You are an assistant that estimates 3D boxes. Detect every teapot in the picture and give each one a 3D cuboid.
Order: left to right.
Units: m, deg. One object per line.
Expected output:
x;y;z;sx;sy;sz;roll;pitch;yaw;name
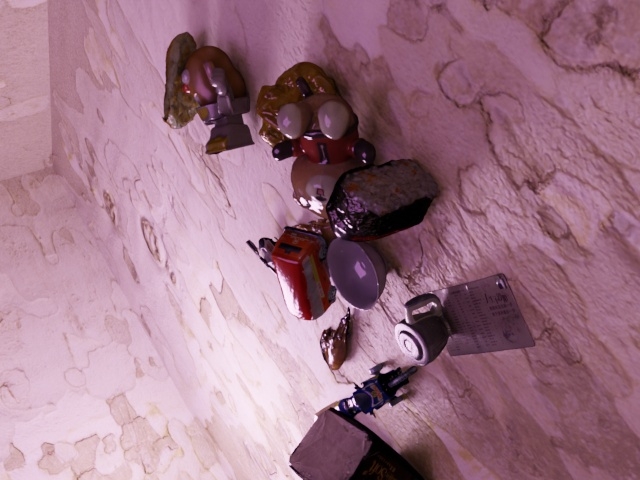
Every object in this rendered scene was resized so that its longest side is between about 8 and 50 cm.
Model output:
0.226;0.191;1.474;0.149;0.108;0.111;62;153;-1;teapot

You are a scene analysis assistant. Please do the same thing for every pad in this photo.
0.325;0.165;1.409;0.265;0.009;0.159;-26;88;59;pad

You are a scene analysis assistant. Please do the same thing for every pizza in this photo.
0.000;0.000;1.721;0.147;0.069;0.226;30;141;17;pizza

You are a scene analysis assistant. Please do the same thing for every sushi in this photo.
0.123;-0.083;1.341;0.136;0.225;0.126;54;149;30;sushi

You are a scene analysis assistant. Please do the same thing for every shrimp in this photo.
0.030;0.267;1.866;0.117;0.066;0.261;42;139;35;shrimp

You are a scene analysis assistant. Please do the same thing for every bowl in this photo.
0.105;0.065;1.602;0.189;0.086;0.188;32;134;41;bowl

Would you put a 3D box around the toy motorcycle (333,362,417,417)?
0.127;0.395;1.703;0.113;0.169;0.315;58;148;12;toy motorcycle

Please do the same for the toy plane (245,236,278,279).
-0.134;0.060;1.970;0.197;0.078;0.053;54;147;-7;toy plane

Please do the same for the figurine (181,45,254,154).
-0.278;-0.383;1.809;0.343;0.167;0.284;8;111;57;figurine

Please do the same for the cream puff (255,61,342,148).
-0.063;-0.299;1.536;0.195;0.195;0.220;39;136;38;cream puff

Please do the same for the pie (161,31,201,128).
-0.397;-0.455;1.909;0.257;0.106;0.274;-81;1;-52;pie

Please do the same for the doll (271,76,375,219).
0.017;-0.186;1.450;0.235;0.174;0.329;1;133;16;doll

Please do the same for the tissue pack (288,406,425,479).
0.117;0.608;1.712;0.210;0.198;0.370;15;154;47;tissue pack

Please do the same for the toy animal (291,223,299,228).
-0.061;-0.003;1.838;0.083;0.061;0.081;38;138;25;toy animal

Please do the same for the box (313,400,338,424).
0.058;0.624;2.031;0.168;0.095;0.211;40;140;33;box

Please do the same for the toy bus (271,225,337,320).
-0.042;0.096;1.698;0.121;0.119;0.265;15;139;26;toy bus
